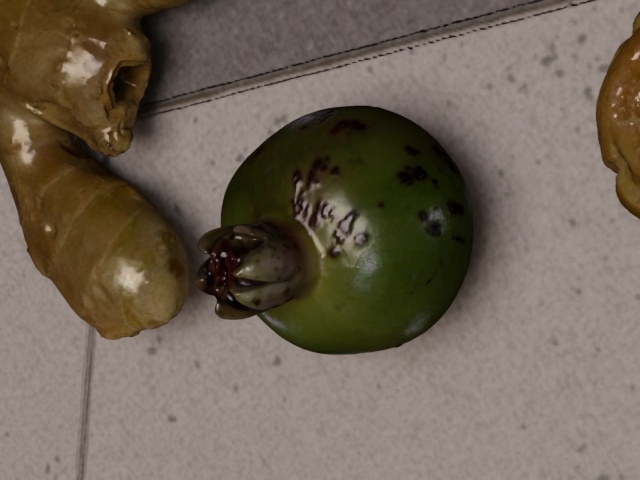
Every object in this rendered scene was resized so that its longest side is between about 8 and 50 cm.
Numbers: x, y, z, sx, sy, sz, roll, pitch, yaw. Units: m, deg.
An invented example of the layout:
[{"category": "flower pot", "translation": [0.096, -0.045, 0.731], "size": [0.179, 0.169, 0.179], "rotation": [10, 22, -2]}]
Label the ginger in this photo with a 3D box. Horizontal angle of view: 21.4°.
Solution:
[{"category": "ginger", "translation": [-0.215, -0.131, 1.326], "size": [0.348, 0.122, 0.363], "rotation": [18, 110, 28]}]

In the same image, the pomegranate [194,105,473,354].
[{"category": "pomegranate", "translation": [-0.002, 0.003, 1.166], "size": [0.179, 0.210, 0.179], "rotation": [50, 154, 36]}]

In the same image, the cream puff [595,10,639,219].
[{"category": "cream puff", "translation": [0.268, -0.082, 1.043], "size": [0.189, 0.129, 0.189], "rotation": [-4, 82, 32]}]
